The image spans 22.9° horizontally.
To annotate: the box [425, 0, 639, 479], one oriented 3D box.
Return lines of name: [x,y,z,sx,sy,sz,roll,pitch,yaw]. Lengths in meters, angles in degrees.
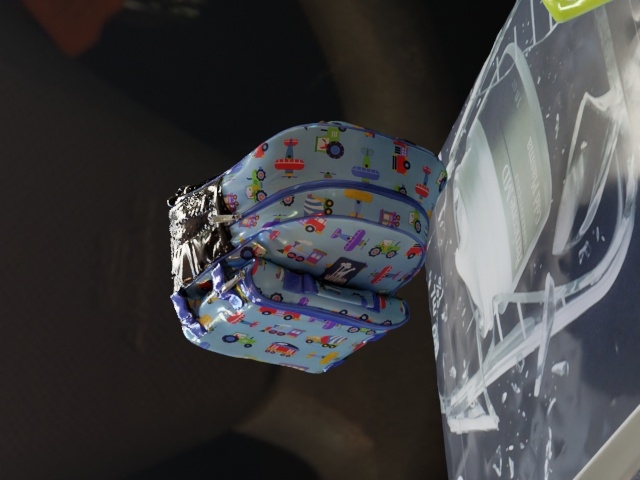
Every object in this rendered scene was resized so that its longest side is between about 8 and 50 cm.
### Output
box: [0.285,0.029,1.044,0.472,0.297,0.480,111,160,-51]

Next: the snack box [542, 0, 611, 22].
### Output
snack box: [0.072,-0.172,0.342,0.207,0.070,0.174,55,145,-9]

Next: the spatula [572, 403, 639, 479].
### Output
spatula: [0.174,0.087,0.545,0.168,0.019,0.242,36,67,22]

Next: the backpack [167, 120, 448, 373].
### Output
backpack: [0.000,0.000,1.047,0.173,0.158,0.117,-34,49,44]
